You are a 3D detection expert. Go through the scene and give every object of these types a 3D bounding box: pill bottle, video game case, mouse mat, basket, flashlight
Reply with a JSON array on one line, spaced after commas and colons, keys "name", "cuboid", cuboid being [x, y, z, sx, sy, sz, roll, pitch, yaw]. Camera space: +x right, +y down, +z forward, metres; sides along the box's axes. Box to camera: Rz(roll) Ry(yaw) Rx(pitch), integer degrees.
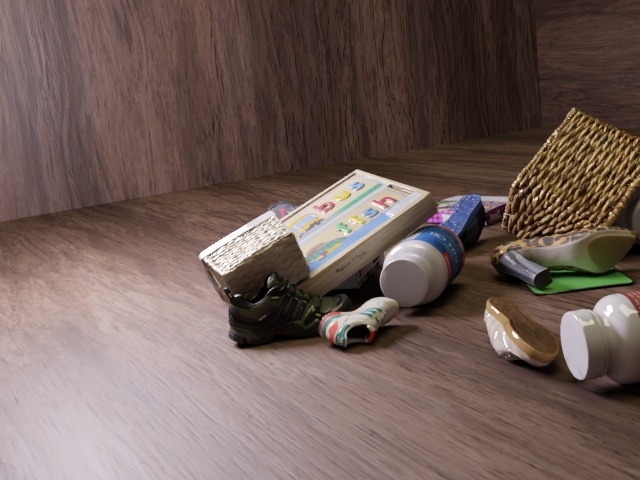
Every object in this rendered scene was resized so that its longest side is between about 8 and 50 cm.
[{"name": "pill bottle", "cuboid": [0.190, 0.052, 1.639, 0.124, 0.124, 0.221, -2, 13, 23]}, {"name": "pill bottle", "cuboid": [0.688, -0.060, 1.878, 0.131, 0.131, 0.229, -6, 11, 2]}, {"name": "video game case", "cuboid": [0.414, -0.085, 2.383, 0.232, 0.041, 0.210, 4, 16, 43]}, {"name": "mouse mat", "cuboid": [0.482, 0.074, 1.656, 0.190, 0.007, 0.152, -8, 11, 1]}, {"name": "basket", "cuboid": [0.563, -0.098, 1.882, 0.223, 0.213, 0.299, 30, 59, 21]}, {"name": "basket", "cuboid": [-0.115, 0.043, 1.579, 0.167, 0.113, 0.103, -33, 32, -15]}, {"name": "flashlight", "cuboid": [-0.080, -0.063, 2.429, 0.103, 0.103, 0.304, 18, 5, -13]}, {"name": "pill bottle", "cuboid": [0.437, 0.123, 1.145, 0.216, 0.121, 0.121, -7, 11, -5]}]

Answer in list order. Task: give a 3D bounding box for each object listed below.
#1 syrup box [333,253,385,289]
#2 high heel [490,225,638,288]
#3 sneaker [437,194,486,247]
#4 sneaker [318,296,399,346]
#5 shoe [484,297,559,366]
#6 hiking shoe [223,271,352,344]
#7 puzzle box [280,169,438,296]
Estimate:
[{"name": "syrup box", "cuboid": [0.065, 0.031, 1.883, 0.096, 0.093, 0.237, -4, 11, 20]}, {"name": "high heel", "cuboid": [0.472, 0.010, 1.707, 0.261, 0.093, 0.186, -20, 21, -16]}, {"name": "sneaker", "cuboid": [0.322, -0.012, 2.016, 0.081, 0.090, 0.232, 5, 38, 42]}, {"name": "sneaker", "cuboid": [0.080, 0.144, 1.456, 0.161, 0.057, 0.075, -13, 29, -33]}, {"name": "shoe", "cuboid": [0.297, 0.148, 1.300, 0.077, 0.058, 0.219, 12, 13, -8]}, {"name": "hiking shoe", "cuboid": [-0.053, 0.109, 1.515, 0.227, 0.114, 0.086, -11, 14, -16]}, {"name": "puzzle box", "cuboid": [0.000, 0.000, 1.741, 0.409, 0.052, 0.272, -35, 29, -20]}]
